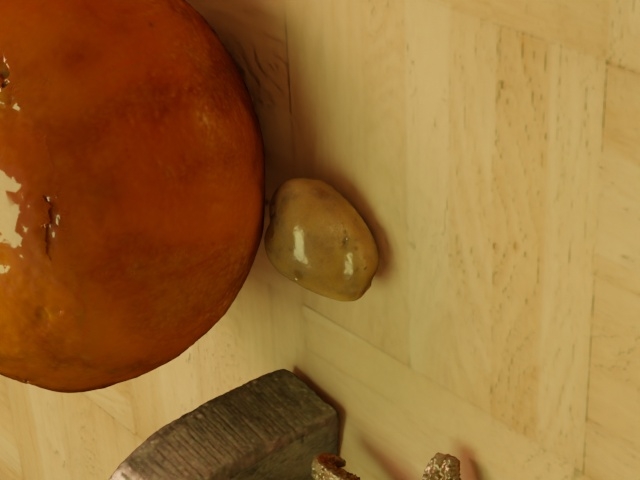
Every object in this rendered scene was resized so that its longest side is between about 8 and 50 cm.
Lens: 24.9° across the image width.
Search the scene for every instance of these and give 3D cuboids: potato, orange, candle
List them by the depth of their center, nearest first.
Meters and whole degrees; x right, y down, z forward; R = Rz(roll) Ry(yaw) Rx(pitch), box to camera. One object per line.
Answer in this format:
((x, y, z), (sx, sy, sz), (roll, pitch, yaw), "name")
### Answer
((0.000, 0.000, 0.902), (0.083, 0.062, 0.068), (31, 156, 11), "potato")
((-0.163, -0.045, 0.939), (0.284, 0.226, 0.284), (25, 123, 45), "orange")
((-0.057, 0.170, 1.015), (0.068, 0.192, 0.168), (38, 94, 34), "candle")

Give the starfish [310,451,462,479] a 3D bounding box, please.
((0.077, 0.236, 0.952), (0.240, 0.043, 0.227), (44, 143, 24), "starfish")
